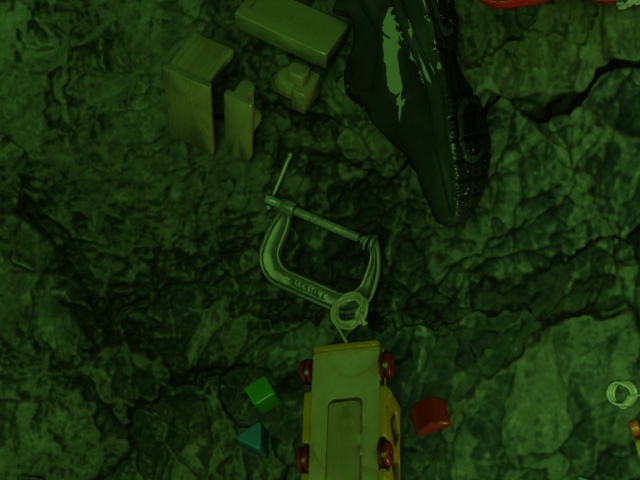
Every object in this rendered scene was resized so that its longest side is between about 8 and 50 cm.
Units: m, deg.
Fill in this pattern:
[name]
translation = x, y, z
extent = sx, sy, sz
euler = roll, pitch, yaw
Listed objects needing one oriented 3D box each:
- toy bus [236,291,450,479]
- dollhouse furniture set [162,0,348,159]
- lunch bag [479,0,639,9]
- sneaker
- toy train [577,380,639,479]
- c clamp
[toy bus]
translation = 0.036, 0.191, 1.600
extent = 0.202, 0.104, 0.191
euler = -44, 57, -9
[dollhouse furniture set]
translation = -0.069, -0.175, 1.674
extent = 0.144, 0.123, 0.151
euler = 26, 61, 14
[lunch bag]
translation = 0.224, -0.359, 1.552
extent = 0.293, 0.120, 0.258
euler = 19, 94, 14
[sneaker]
translation = 0.094, -0.150, 1.602
extent = 0.130, 0.109, 0.286
euler = -16, 83, 26
[toy train]
translation = 0.311, 0.233, 1.557
extent = 0.125, 0.046, 0.166
euler = 21, 95, 14
[c clamp]
translation = 0.000, 0.000, 1.656
extent = 0.161, 0.022, 0.137
euler = 29, 96, 14
